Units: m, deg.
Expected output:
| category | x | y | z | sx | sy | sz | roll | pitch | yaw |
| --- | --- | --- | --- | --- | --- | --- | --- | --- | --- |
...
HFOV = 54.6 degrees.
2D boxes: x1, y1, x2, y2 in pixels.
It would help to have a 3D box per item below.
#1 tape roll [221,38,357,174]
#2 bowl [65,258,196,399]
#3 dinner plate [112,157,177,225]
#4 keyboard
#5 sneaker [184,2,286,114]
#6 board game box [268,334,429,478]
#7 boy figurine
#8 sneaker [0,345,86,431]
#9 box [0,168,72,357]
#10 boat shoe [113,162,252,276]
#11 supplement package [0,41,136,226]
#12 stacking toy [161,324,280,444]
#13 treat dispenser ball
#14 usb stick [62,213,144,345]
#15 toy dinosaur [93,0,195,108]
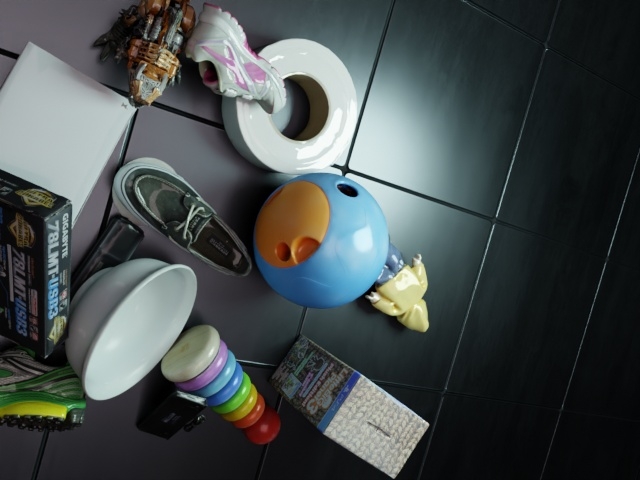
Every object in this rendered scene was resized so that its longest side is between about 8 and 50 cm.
| category | x | y | z | sx | sy | sz | roll | pitch | yaw |
| --- | --- | --- | --- | --- | --- | --- | --- | --- | --- |
| tape roll | -0.064 | -0.283 | 1.339 | 0.286 | 0.100 | 0.286 | -5 | 101 | -27 |
| bowl | -0.385 | 0.145 | 1.194 | 0.134 | 0.298 | 0.298 | 31 | 82 | 15 |
| dinner plate | -0.352 | -0.098 | 1.270 | 0.141 | 0.017 | 0.141 | -5 | 100 | -28 |
| keyboard | -0.303 | 0.373 | 1.316 | 0.108 | 0.023 | 0.180 | 28 | 129 | -24 |
| sneaker | -0.163 | -0.312 | 1.152 | 0.111 | 0.103 | 0.252 | -51 | 134 | -5 |
| board game box | 0.055 | 0.368 | 1.410 | 0.232 | 0.291 | 0.141 | 40 | 80 | -27 |
| boy figurine | 0.197 | 0.109 | 1.552 | 0.177 | 0.092 | 0.285 | -43 | 116 | -15 |
| sneaker | -0.614 | 0.268 | 1.157 | 0.343 | 0.134 | 0.146 | 12 | 57 | -22 |
| box | -0.544 | 0.014 | 0.998 | 0.293 | 0.073 | 0.296 | 22 | 125 | 8 |
| boat shoe | -0.258 | -0.041 | 1.255 | 0.335 | 0.119 | 0.121 | 38 | 81 | -33 |
| supplement package | -0.490 | -0.180 | 1.109 | 0.204 | 0.145 | 0.262 | 29 | 85 | -29 |
| stacking toy | -0.202 | 0.341 | 1.374 | 0.141 | 0.141 | 0.330 | -42 | 121 | -15 |
| treat dispenser ball | 0.000 | 0.000 | 1.315 | 0.288 | 0.288 | 0.288 | -5 | 102 | -27 |
| usb stick | -0.452 | 0.078 | 1.233 | 0.077 | 0.045 | 0.278 | 38 | 81 | -37 |
| toy dinosaur | -0.282 | -0.380 | 1.124 | 0.164 | 0.218 | 0.322 | 42 | 63 | -20 |
